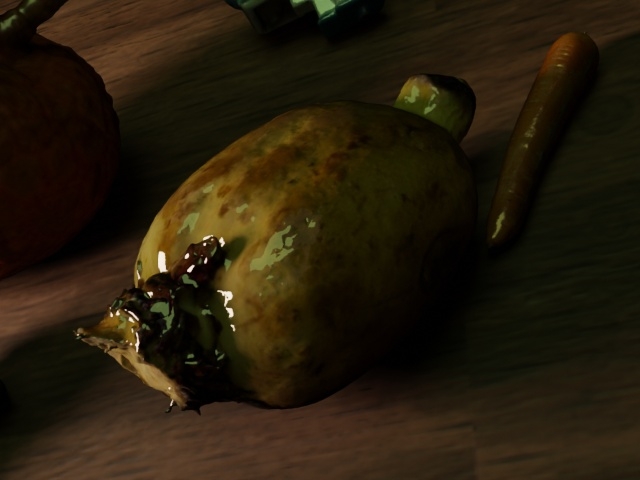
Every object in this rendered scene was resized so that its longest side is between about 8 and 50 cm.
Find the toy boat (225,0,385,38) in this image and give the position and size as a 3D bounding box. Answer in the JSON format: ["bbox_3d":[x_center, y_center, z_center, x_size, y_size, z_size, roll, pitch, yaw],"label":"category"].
[{"bbox_3d":[0.021,-0.235,0.839,0.215,0.088,0.102,-25,78,6],"label":"toy boat"}]

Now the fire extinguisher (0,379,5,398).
[{"bbox_3d":[-0.372,0.183,0.647,0.311,0.114,0.095,-48,30,-14],"label":"fire extinguisher"}]

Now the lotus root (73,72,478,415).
[{"bbox_3d":[0.000,0.000,0.585,0.314,0.141,0.169,-40,46,-22],"label":"lotus root"}]

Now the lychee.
[{"bbox_3d":[-0.285,-0.087,0.743,0.300,0.255,0.255,-53,35,29],"label":"lychee"}]

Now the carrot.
[{"bbox_3d":[0.149,-0.069,0.644,0.037,0.037,0.190,11,61,35],"label":"carrot"}]
